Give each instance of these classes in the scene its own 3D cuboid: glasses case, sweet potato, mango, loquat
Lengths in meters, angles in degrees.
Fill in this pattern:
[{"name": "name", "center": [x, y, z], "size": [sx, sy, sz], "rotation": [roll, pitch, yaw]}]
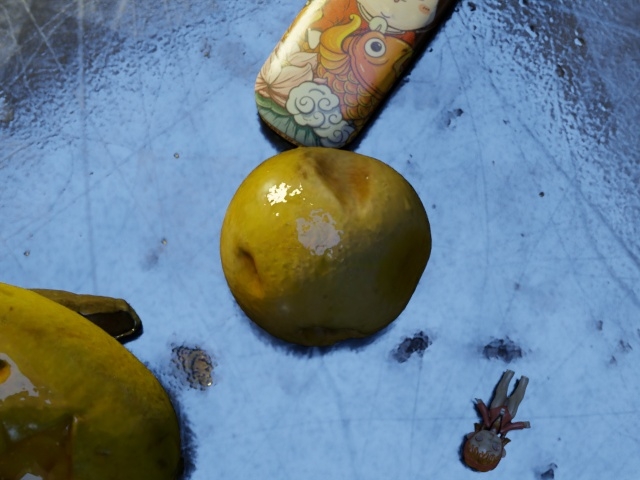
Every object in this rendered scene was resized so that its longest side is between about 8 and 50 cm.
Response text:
[{"name": "glasses case", "center": [0.054, -0.234, 1.658], "size": [0.122, 0.082, 0.321], "rotation": [34, 81, 11]}, {"name": "sweet potato", "center": [-0.325, 0.111, 1.608], "size": [0.286, 0.085, 0.112], "rotation": [-22, 115, -15]}, {"name": "mango", "center": [-0.289, 0.178, 1.506], "size": [0.365, 0.182, 0.253], "rotation": [43, 93, -15]}, {"name": "loquat", "center": [0.005, -0.001, 1.567], "size": [0.213, 0.213, 0.213], "rotation": [0, 81, -1]}]

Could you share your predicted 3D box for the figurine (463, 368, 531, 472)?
[{"name": "figurine", "center": [0.182, 0.185, 1.618], "size": [0.064, 0.047, 0.109], "rotation": [24, 73, 10]}]
